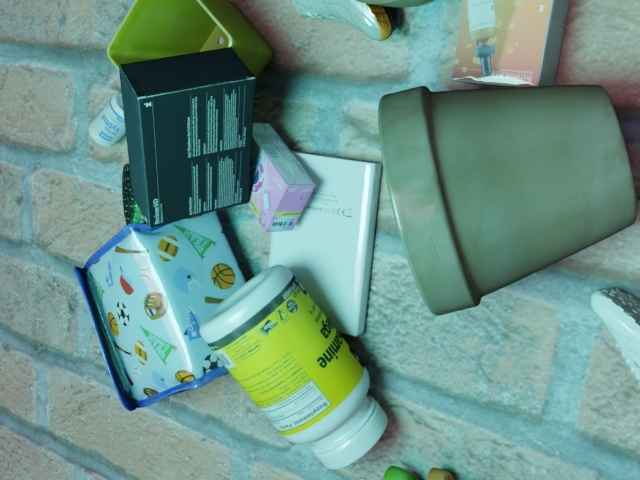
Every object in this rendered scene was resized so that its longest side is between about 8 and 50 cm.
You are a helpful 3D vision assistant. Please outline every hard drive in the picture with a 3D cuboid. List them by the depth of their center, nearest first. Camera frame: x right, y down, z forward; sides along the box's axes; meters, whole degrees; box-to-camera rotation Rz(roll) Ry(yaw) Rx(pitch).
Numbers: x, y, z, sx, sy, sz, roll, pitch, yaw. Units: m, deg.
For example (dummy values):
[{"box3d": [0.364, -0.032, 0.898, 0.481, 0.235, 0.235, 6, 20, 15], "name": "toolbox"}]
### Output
[{"box3d": [0.000, 0.000, 1.233, 0.203, 0.040, 0.307, 12, 105, 30], "name": "hard drive"}]

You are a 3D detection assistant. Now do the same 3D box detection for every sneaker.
[{"box3d": [0.463, 0.163, 0.945, 0.235, 0.090, 0.094, 45, 128, 20], "name": "sneaker"}, {"box3d": [0.021, -0.401, 1.131, 0.262, 0.099, 0.121, 53, 129, 23], "name": "sneaker"}, {"box3d": [-0.301, -0.104, 1.337, 0.343, 0.147, 0.134, -35, 60, 55], "name": "sneaker"}]

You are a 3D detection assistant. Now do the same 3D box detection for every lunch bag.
[{"box3d": [-0.327, 0.151, 1.361, 0.386, 0.239, 0.327, -26, 84, 48], "name": "lunch bag"}]

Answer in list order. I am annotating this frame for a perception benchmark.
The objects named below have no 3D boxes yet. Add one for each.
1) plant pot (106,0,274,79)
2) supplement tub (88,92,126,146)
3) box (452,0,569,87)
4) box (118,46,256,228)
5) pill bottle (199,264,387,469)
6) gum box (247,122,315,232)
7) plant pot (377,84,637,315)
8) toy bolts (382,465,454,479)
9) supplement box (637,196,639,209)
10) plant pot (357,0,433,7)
[{"box3d": [-0.214, -0.338, 1.225, 0.212, 0.187, 0.212, -47, 73, 28], "name": "plant pot"}, {"box3d": [-0.437, -0.256, 1.450, 0.107, 0.071, 0.071, -38, 77, 31], "name": "supplement tub"}, {"box3d": [0.275, -0.307, 0.977, 0.130, 0.091, 0.170, 13, 105, 30], "name": "box"}, {"box3d": [-0.213, -0.163, 1.102, 0.103, 0.184, 0.261, 53, 149, 34], "name": "box"}, {"box3d": [-0.037, 0.221, 1.175, 0.188, 0.188, 0.334, -32, 100, 32], "name": "pill bottle"}, {"box3d": [-0.096, -0.118, 1.213, 0.188, 0.062, 0.107, 55, 133, 33], "name": "gum box"}, {"box3d": [0.256, -0.081, 0.924, 0.281, 0.323, 0.322, -14, 90, 18], "name": "plant pot"}, {"box3d": [0.188, 0.518, 1.121, 0.159, 0.218, 0.228, -6, 113, 27], "name": "toy bolts"}, {"box3d": [0.521, -0.125, 0.863, 0.130, 0.073, 0.239, 30, 112, 26], "name": "supplement box"}, {"box3d": [0.139, -0.430, 1.007, 0.238, 0.110, 0.237, -16, 59, 28], "name": "plant pot"}]
